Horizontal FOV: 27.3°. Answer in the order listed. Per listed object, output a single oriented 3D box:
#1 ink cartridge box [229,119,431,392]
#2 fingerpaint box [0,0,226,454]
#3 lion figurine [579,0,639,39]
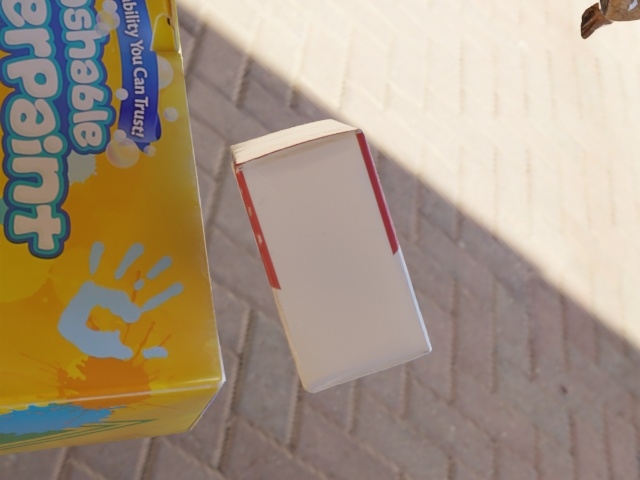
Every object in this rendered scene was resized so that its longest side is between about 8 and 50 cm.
[{"bbox_3d":[0.000,0.000,0.587,0.135,0.056,0.099,-123,-165,-81],"label":"ink cartridge box"},{"bbox_3d":[-0.266,-0.103,0.710,0.371,0.163,0.444,-5,74,-14],"label":"fingerpaint box"},{"bbox_3d":[0.274,-0.283,0.725,0.240,0.392,0.142,-5,44,-7],"label":"lion figurine"}]
